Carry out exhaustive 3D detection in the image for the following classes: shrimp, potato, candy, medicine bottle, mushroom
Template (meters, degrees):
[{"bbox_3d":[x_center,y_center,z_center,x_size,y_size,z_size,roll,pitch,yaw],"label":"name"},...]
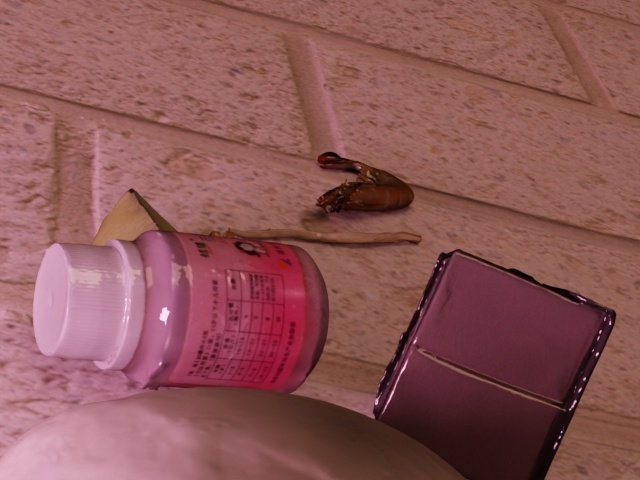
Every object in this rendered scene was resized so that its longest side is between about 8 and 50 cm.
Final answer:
[{"bbox_3d":[0.031,-0.071,1.918,0.178,0.034,0.124,-10,38,-47],"label":"shrimp"},{"bbox_3d":[-0.158,0.029,1.598,0.120,0.081,0.149,43,1,-25],"label":"potato"},{"bbox_3d":[-0.021,0.204,1.155,0.386,0.186,0.427,22,3,8],"label":"candy"},{"bbox_3d":[-0.125,0.062,1.459,0.247,0.147,0.147,7,31,-27],"label":"medicine bottle"},{"bbox_3d":[-0.002,-0.005,1.794,0.286,0.026,0.028,0,51,-38],"label":"mushroom"}]

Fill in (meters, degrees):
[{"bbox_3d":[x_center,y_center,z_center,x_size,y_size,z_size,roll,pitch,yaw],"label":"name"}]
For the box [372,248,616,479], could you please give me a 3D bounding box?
[{"bbox_3d":[0.144,0.112,1.425,0.153,0.188,0.252,23,3,2],"label":"box"}]
